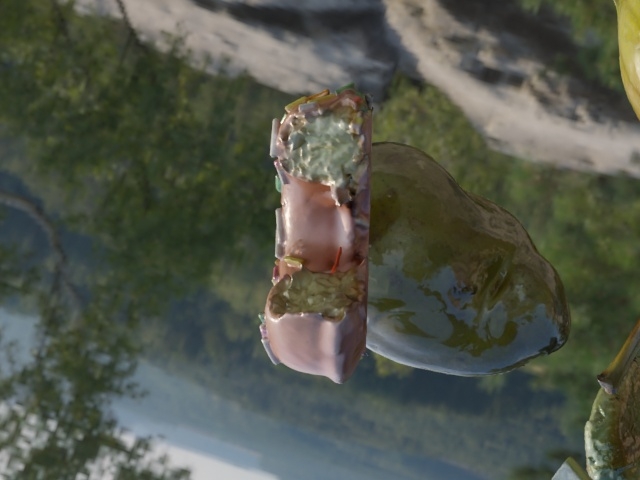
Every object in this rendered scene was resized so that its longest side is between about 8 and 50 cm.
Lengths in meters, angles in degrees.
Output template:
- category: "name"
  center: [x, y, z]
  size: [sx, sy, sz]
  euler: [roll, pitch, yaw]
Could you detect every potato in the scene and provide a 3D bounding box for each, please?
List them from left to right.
- category: "potato"
  center: [0.118, 0.035, 1.445]
  size: [0.351, 0.218, 0.202]
  euler: [32, -171, -8]

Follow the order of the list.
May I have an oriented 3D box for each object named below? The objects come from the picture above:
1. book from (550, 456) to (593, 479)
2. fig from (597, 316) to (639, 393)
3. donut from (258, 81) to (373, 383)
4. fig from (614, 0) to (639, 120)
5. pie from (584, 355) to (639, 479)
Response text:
- category: "book"
  center: [0.294, 0.407, 1.253]
  size: [0.035, 0.239, 0.352]
  euler: [-8, -134, -35]
- category: "fig"
  center: [0.359, 0.032, 1.085]
  size: [0.186, 0.203, 0.249]
  euler: [-27, -166, -32]
- category: "donut"
  center: [0.000, 0.000, 1.054]
  size: [0.085, 0.233, 0.199]
  euler: [2, 163, 3]
- category: "fig"
  center: [0.237, -0.130, 0.867]
  size: [0.231, 0.143, 0.160]
  euler: [15, 155, 12]
- category: "pie"
  center: [0.491, 0.310, 1.967]
  size: [0.071, 0.306, 0.306]
  euler: [-18, 149, 40]
